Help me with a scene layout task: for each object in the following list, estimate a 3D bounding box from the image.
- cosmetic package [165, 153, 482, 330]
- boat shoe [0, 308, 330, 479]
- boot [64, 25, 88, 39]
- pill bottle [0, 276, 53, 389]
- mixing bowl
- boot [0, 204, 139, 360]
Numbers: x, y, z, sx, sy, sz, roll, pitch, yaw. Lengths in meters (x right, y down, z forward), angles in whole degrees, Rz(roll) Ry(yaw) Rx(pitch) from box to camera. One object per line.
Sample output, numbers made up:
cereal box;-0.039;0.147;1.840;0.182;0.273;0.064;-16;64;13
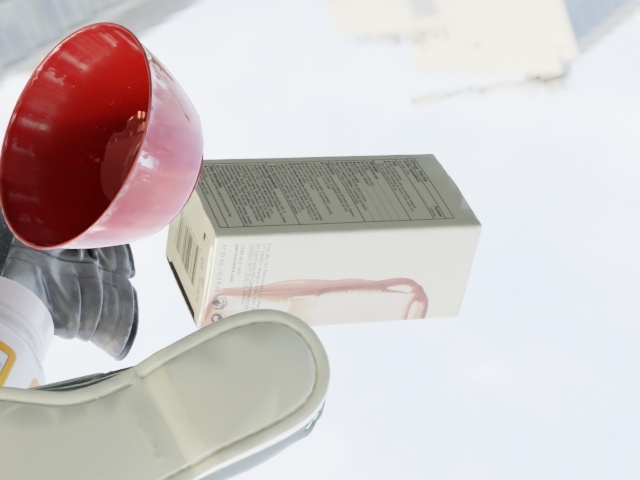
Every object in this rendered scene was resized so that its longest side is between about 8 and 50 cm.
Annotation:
cosmetic package;0.000;0.000;1.893;0.296;0.129;0.153;-2;-146;-20
boat shoe;-0.146;0.136;1.095;0.319;0.116;0.099;-20;164;-13
boot;-0.227;-0.154;2.128;0.077;0.198;0.137;-30;-134;19
pill bottle;-0.304;0.143;1.459;0.136;0.136;0.245;-11;-145;23
mixing bowl;-0.155;-0.067;1.378;0.181;0.098;0.181;-20;-120;40
boot;-0.303;0.092;2.002;0.118;0.223;0.338;-35;-140;40
